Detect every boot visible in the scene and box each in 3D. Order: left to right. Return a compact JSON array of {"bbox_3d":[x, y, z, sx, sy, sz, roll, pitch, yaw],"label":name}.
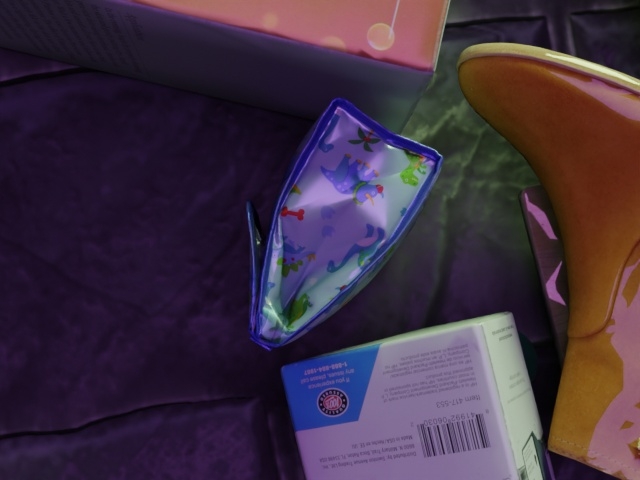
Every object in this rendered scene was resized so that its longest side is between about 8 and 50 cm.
[{"bbox_3d":[0.178,0.029,0.565,0.295,0.104,0.211,28,83,-3],"label":"boot"}]

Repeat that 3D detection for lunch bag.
[{"bbox_3d":[0.000,0.000,0.594,0.096,0.129,0.151,28,85,2],"label":"lunch bag"}]

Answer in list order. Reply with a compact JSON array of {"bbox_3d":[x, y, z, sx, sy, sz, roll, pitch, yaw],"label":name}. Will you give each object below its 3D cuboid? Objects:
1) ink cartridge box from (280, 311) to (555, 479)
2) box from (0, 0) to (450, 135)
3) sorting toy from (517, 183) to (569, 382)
[{"bbox_3d":[0.070,0.153,0.579,0.139,0.082,0.191,-16,85,26],"label":"ink cartridge box"},{"bbox_3d":[-0.084,-0.221,0.595,0.345,0.168,0.215,13,83,-1],"label":"box"},{"bbox_3d":[0.222,0.015,0.643,0.274,0.046,0.132,-13,85,-3],"label":"sorting toy"}]
